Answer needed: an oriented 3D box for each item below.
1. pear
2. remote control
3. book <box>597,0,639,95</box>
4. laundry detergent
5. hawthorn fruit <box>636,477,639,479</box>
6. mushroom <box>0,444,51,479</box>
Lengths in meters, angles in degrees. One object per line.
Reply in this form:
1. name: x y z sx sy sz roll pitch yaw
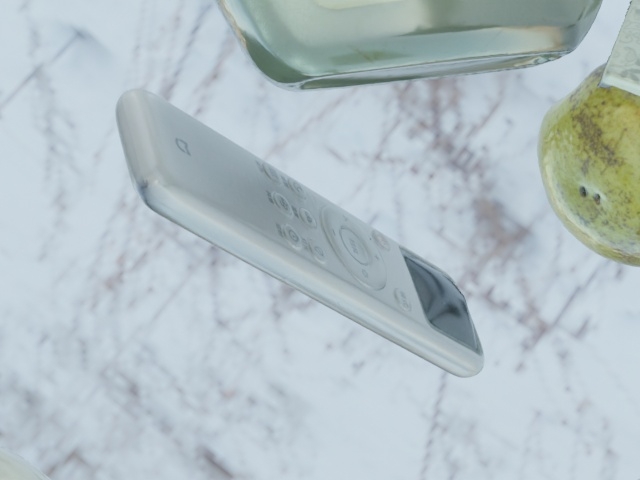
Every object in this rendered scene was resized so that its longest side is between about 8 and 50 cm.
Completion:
1. pear: 0.286 -0.064 1.649 0.197 0.197 0.197 27 148 19
2. remote control: 0.000 0.000 0.939 0.029 0.067 0.261 -36 140 22
3. book: 0.185 -0.058 0.592 0.181 0.127 0.014 20 138 8
4. laundry detergent: 0.030 -0.196 0.830 0.091 0.181 0.253 165 99 -80
5. hawthorn fruit: 0.379 0.297 1.613 0.308 0.324 0.308 7 102 37
6. mushroom: -0.222 0.231 1.022 0.315 0.315 0.356 21 153 27
